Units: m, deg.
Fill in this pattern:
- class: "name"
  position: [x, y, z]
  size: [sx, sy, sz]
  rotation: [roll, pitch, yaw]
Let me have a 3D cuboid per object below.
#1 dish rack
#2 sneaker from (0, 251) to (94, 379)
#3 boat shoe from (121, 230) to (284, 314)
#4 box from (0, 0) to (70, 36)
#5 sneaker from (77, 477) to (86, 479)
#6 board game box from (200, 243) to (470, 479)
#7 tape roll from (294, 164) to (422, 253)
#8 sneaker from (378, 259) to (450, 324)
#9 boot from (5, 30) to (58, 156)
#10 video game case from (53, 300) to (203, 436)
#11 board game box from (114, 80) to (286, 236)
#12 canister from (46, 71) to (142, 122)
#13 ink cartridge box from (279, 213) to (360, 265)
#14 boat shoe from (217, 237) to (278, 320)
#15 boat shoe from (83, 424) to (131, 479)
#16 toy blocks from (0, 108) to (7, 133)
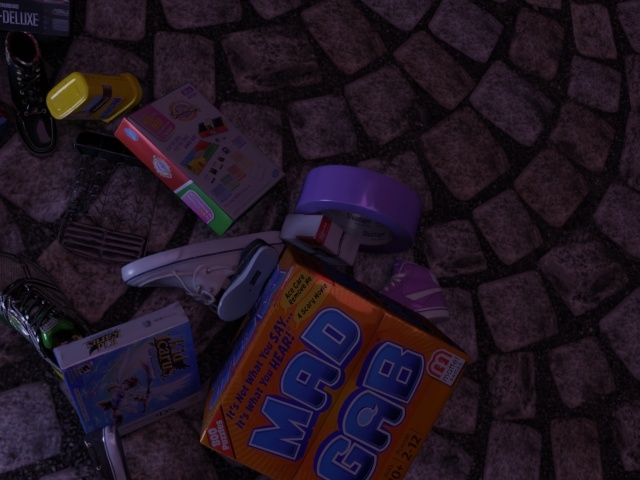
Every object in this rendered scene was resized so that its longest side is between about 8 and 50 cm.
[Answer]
- class: "dish rack"
  position: [-0.452, -0.088, 1.640]
  size: [0.209, 0.074, 0.271]
  rotation: [13, 72, -12]
- class: "sneaker"
  position: [-0.548, 0.148, 1.509]
  size: [0.343, 0.146, 0.134]
  rotation: [44, 68, -1]
- class: "boat shoe"
  position: [-0.238, 0.086, 1.638]
  size: [0.367, 0.136, 0.156]
  rotation: [-10, 82, -29]
- class: "box"
  position: [-0.647, -0.505, 1.584]
  size: [0.243, 0.307, 0.076]
  rotation: [2, 114, -16]
- class: "sneaker"
  position: [-0.516, 0.493, 1.483]
  size: [0.109, 0.040, 0.043]
  rotation: [-23, 81, -21]
- class: "board game box"
  position: [0.013, 0.258, 1.477]
  size: [0.357, 0.356, 0.356]
  rotation: [29, 92, -7]
- class: "tape roll"
  position: [0.084, -0.065, 1.685]
  size: [0.275, 0.275, 0.090]
  rotation: [20, 71, -11]
- class: "sneaker"
  position: [0.154, 0.130, 1.759]
  size: [0.282, 0.102, 0.160]
  rotation: [-4, 70, -25]
- class: "boot"
  position: [-0.615, -0.312, 1.594]
  size: [0.085, 0.178, 0.236]
  rotation: [-12, 79, -19]
- class: "video game case"
  position: [-0.364, 0.267, 1.476]
  size: [0.244, 0.269, 0.061]
  rotation: [-22, 49, -21]
- class: "board game box"
  position: [-0.259, -0.189, 1.675]
  size: [0.316, 0.064, 0.242]
  rotation: [44, 40, -1]
- class: "canister"
  position: [-0.486, -0.308, 1.618]
  size: [0.073, 0.126, 0.170]
  rotation: [63, 27, 4]
- class: "ink cartridge box"
  position: [0.000, 0.000, 1.699]
  size: [0.150, 0.109, 0.063]
  rotation: [37, 64, -43]
- class: "boat shoe"
  position: [-0.156, 0.082, 1.577]
  size: [0.065, 0.083, 0.183]
  rotation: [36, 92, -26]
- class: "boat shoe"
  position: [-0.415, 0.476, 1.477]
  size: [0.076, 0.080, 0.228]
  rotation: [-12, 104, -9]
- class: "toy blocks"
  position: [-0.835, -0.290, 1.544]
  size: [0.381, 0.191, 0.261]
  rotation: [43, 57, -2]
